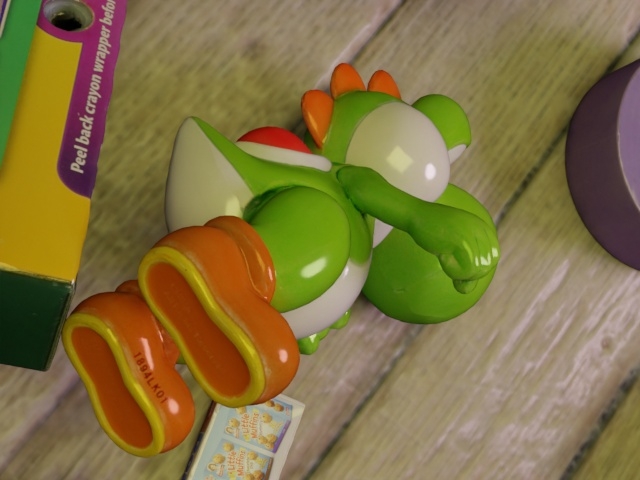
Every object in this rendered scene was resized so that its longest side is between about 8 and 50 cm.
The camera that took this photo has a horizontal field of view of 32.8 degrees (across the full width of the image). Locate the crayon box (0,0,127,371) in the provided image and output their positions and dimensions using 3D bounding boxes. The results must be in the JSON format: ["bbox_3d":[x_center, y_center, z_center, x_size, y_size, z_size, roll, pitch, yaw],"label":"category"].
[{"bbox_3d":[-0.279,-0.129,0.639,0.313,0.106,0.363,13,52,-15],"label":"crayon box"}]

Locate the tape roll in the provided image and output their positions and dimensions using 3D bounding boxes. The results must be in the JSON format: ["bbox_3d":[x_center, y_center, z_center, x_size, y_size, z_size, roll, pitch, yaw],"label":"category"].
[{"bbox_3d":[0.307,-0.068,0.911,0.189,0.080,0.189,2,82,-18],"label":"tape roll"}]

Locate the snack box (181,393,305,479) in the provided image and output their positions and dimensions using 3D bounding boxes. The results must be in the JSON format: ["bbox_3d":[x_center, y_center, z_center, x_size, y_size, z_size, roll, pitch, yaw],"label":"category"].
[{"bbox_3d":[-0.071,0.189,0.777,0.064,0.022,0.178,24,75,-13],"label":"snack box"}]

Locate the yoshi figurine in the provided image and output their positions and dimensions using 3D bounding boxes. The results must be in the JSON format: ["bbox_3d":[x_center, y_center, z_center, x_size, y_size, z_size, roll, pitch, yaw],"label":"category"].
[{"bbox_3d":[0.020,0.020,0.726,0.203,0.203,0.362,23,36,24],"label":"yoshi figurine"}]

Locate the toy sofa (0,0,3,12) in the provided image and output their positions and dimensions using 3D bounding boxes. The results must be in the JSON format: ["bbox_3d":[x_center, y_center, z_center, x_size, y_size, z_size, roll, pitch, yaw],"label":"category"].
[{"bbox_3d":[-0.229,0.038,0.428,0.150,0.177,0.363,12,105,-15],"label":"toy sofa"}]
